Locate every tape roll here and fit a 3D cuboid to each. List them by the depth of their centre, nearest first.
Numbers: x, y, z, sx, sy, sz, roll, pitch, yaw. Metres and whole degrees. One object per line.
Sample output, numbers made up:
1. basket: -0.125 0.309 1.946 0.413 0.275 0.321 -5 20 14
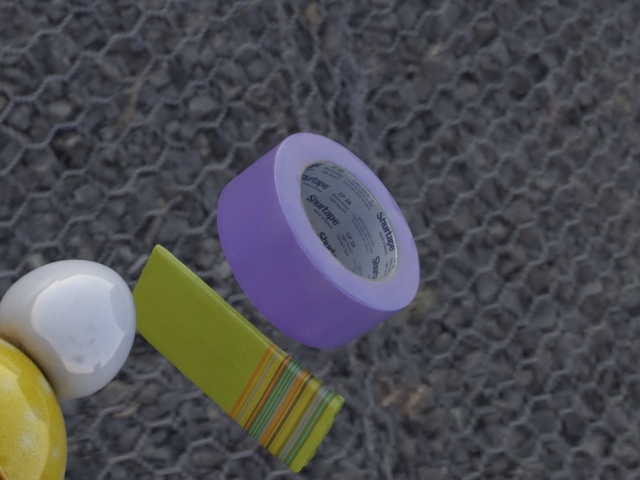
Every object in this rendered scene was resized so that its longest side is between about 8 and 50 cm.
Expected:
1. tape roll: 0.000 0.000 1.357 0.189 0.080 0.189 35 36 -31

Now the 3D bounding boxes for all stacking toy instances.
1. stacking toy: -0.315 0.184 1.166 0.480 0.351 0.350 -44 107 -29

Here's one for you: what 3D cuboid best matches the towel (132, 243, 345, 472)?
1. towel: -0.085 0.110 1.399 0.237 0.102 0.021 40 35 14
